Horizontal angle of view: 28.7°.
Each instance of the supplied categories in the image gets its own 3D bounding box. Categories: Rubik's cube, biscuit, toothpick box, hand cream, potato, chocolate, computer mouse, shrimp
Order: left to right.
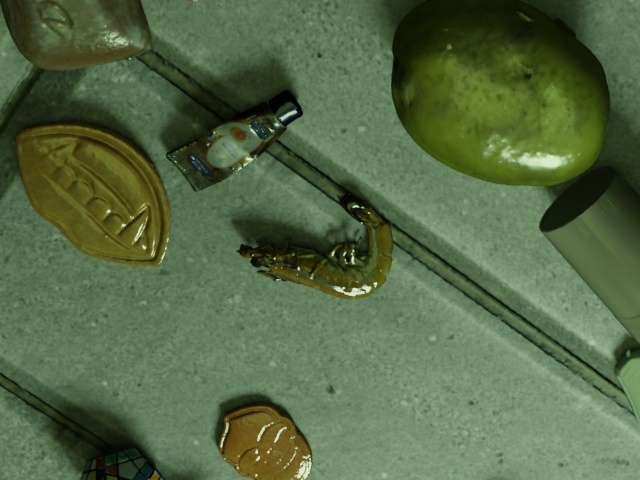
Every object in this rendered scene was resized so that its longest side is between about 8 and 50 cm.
[{"bbox_3d":[-0.281,-0.302,1.327,0.161,0.083,0.261,-11,108,6],"label":"chocolate"},{"bbox_3d":[-0.256,-0.057,1.440,0.142,0.029,0.220,-40,102,15],"label":"biscuit"},{"bbox_3d":[-0.242,0.305,1.534,0.111,0.093,0.111,0,111,1],"label":"Rubik's cube"},{"bbox_3d":[-0.094,-0.113,1.407,0.163,0.039,0.062,-32,121,16],"label":"hand cream"},{"bbox_3d":[-0.069,0.257,1.545,0.102,0.019,0.130,-36,103,13],"label":"biscuit"},{"bbox_3d":[0.000,0.000,1.443,0.178,0.034,0.124,17,107,-4],"label":"shrimp"},{"bbox_3d":[0.186,-0.159,1.314,0.228,0.148,0.197,5,123,3],"label":"potato"},{"bbox_3d":[0.340,0.018,1.387,0.111,0.111,0.180,-40,102,15],"label":"toothpick box"},{"bbox_3d":[0.386,0.174,1.482,0.056,0.032,0.110,-27,95,11],"label":"computer mouse"}]

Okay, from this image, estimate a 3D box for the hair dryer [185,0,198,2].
[{"bbox_3d":[-0.102,-0.272,1.343,0.114,0.063,0.037,5,109,-14],"label":"hair dryer"}]
